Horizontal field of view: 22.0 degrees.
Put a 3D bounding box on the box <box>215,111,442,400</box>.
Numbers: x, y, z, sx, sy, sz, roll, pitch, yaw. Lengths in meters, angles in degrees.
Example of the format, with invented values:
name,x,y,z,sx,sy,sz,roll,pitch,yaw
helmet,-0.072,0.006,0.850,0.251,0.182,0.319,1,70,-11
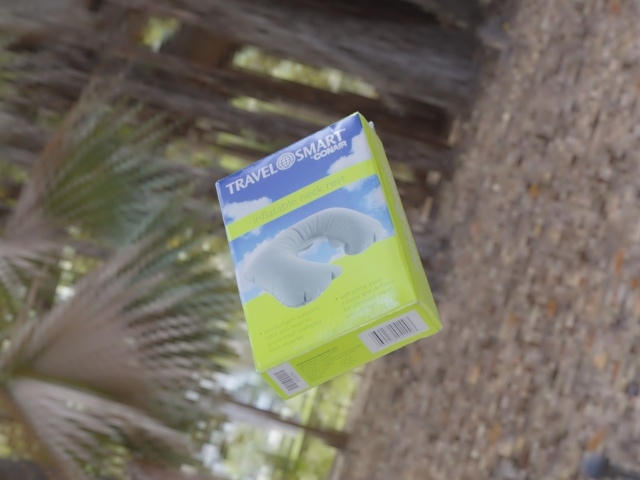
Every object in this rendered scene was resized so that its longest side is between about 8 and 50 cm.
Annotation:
name,x,y,z,sx,sy,sz,roll,pitch,yaw
box,0.000,0.000,1.015,0.042,0.109,0.178,52,-163,-48
